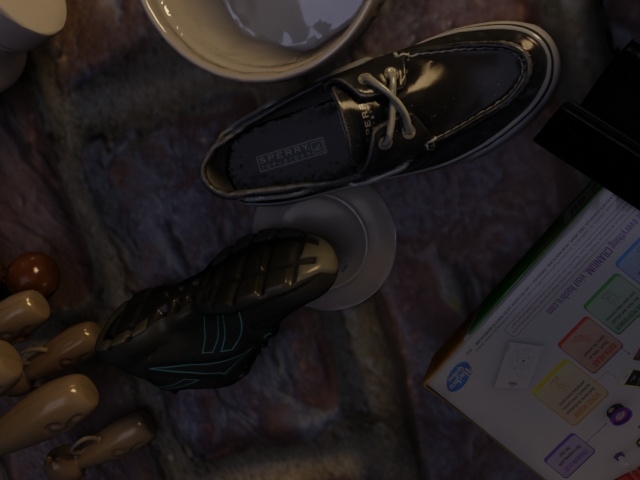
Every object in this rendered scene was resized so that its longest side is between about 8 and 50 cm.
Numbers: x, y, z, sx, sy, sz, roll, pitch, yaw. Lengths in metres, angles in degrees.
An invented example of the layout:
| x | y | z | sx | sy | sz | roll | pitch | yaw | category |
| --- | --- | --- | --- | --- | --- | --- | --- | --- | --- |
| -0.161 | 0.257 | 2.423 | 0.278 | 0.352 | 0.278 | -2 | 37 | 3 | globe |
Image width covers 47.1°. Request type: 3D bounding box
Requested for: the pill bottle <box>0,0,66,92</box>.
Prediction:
| x | y | z | sx | sy | sz | roll | pitch | yaw | category |
| --- | --- | --- | --- | --- | --- | --- | --- | --- | --- |
| -0.376 | -0.183 | 0.678 | 0.272 | 0.152 | 0.152 | -22 | 96 | 20 | pill bottle |

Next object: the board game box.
| x | y | z | sx | sy | sz | roll | pitch | yaw | category |
| --- | --- | --- | --- | --- | --- | --- | --- | --- | --- |
| 0.283 | 0.126 | 0.599 | 0.316 | 0.064 | 0.242 | 39 | 111 | 4 | board game box |

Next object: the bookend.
| x | y | z | sx | sy | sz | roll | pitch | yaw | category |
| --- | --- | --- | --- | --- | --- | --- | --- | --- | --- |
| 0.264 | -0.097 | 0.510 | 0.156 | 0.072 | 0.157 | 36 | 82 | 7 | bookend |

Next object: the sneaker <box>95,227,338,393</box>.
| x | y | z | sx | sy | sz | roll | pitch | yaw | category |
| --- | --- | --- | --- | --- | --- | --- | --- | --- | --- |
| -0.086 | 0.072 | 0.692 | 0.267 | 0.101 | 0.106 | -23 | 121 | 28 | sneaker |

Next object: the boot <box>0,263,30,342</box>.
| x | y | z | sx | sy | sz | roll | pitch | yaw | category |
| --- | --- | --- | --- | --- | --- | --- | --- | --- | --- |
| -0.458 | 0.121 | 0.836 | 0.280 | 0.096 | 0.264 | -11 | 99 | 7 | boot |

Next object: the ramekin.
| x | y | z | sx | sy | sz | roll | pitch | yaw | category |
| --- | --- | --- | --- | --- | --- | --- | --- | --- | --- |
| -0.037 | -0.232 | 0.584 | 0.207 | 0.109 | 0.207 | 4 | 105 | 15 | ramekin |

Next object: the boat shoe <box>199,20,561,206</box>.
| x | y | z | sx | sy | sz | roll | pitch | yaw | category |
| --- | --- | --- | --- | --- | --- | --- | --- | --- | --- |
| 0.042 | -0.098 | 0.590 | 0.301 | 0.102 | 0.108 | -15 | 92 | 17 | boat shoe |

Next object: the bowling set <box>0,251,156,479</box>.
| x | y | z | sx | sy | sz | roll | pitch | yaw | category |
| --- | --- | --- | --- | --- | --- | --- | --- | --- | --- |
| -0.308 | 0.127 | 0.737 | 0.154 | 0.287 | 0.200 | -28 | 53 | 5 | bowling set |

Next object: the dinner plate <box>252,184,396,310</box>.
| x | y | z | sx | sy | sz | roll | pitch | yaw | category |
| --- | --- | --- | --- | --- | --- | --- | --- | --- | --- |
| 0.000 | 0.000 | 0.681 | 0.141 | 0.017 | 0.141 | 4 | 106 | 15 | dinner plate |
